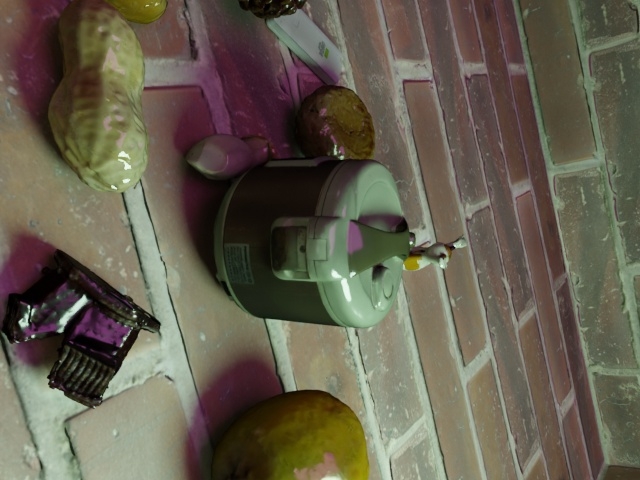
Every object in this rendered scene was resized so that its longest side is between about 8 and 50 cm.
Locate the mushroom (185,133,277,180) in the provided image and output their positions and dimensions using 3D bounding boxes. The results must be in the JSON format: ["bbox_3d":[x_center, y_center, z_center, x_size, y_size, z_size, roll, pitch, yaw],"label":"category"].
[{"bbox_3d":[-0.172,-0.167,1.118,0.212,0.096,0.088,-18,91,-52],"label":"mushroom"}]

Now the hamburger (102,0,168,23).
[{"bbox_3d":[-0.352,-0.459,0.930,0.262,0.130,0.124,22,86,-46],"label":"hamburger"}]

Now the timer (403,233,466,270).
[{"bbox_3d":[0.213,0.041,1.406,0.175,0.265,0.175,12,75,-48],"label":"timer"}]

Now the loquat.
[{"bbox_3d":[-0.049,0.413,1.038,0.283,0.275,0.276,3,81,-47],"label":"loquat"}]

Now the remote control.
[{"bbox_3d":[-0.032,-0.490,1.395,0.250,0.034,0.103,33,59,-42],"label":"remote control"}]

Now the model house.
[{"bbox_3d":[-0.361,0.131,0.841,0.203,0.141,0.164,40,74,-13],"label":"model house"}]

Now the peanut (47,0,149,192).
[{"bbox_3d":[-0.345,-0.231,0.896,0.149,0.149,0.314,10,76,-49],"label":"peanut"}]

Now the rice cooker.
[{"bbox_3d":[0.000,0.000,1.078,0.335,0.325,0.336,-6,97,-61],"label":"rice cooker"}]

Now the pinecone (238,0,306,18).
[{"bbox_3d":[-0.102,-0.571,1.211,0.207,0.207,0.208,12,74,-48],"label":"pinecone"}]

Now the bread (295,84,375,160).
[{"bbox_3d":[0.032,-0.258,1.361,0.229,0.122,0.230,15,68,-43],"label":"bread"}]
